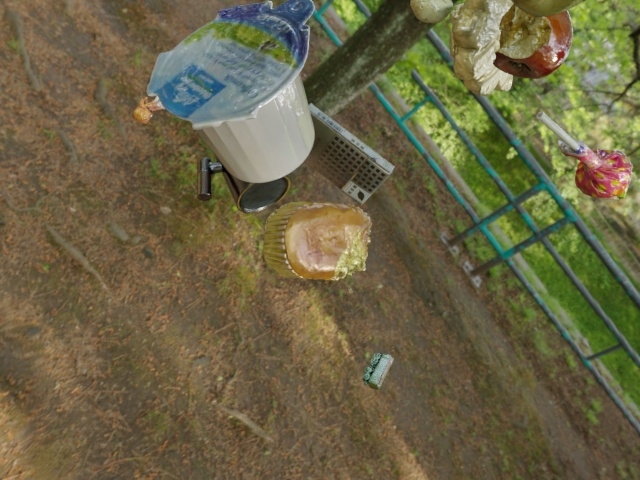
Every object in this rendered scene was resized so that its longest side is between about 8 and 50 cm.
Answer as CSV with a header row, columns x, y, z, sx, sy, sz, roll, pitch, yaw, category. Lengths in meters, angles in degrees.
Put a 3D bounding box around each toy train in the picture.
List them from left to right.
x,y,z,sx,sy,sz,roll,pitch,yaw,category
0.191,0.437,1.675,0.071,0.038,0.148,18,40,22,toy train

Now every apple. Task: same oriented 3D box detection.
x,y,z,sx,sy,sz,roll,pitch,yaw,category
0.469,-0.442,1.088,0.147,0.158,0.156,21,2,-13,apple

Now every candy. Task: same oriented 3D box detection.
x,y,z,sx,sy,sz,roll,pitch,yaw,category
0.582,-0.196,1.109,0.366,0.124,0.124,21,44,-35,candy

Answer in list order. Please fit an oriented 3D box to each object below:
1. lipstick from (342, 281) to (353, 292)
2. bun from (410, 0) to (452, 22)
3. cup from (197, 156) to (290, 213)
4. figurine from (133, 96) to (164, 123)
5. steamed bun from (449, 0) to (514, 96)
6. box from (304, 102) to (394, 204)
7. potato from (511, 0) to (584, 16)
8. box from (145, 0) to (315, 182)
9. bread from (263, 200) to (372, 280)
x,y,z,sx,sy,sz,roll,pitch,yaw,category
0.098,0.170,1.799,0.019,0.019,0.094,42,-1,-16,lipstick
0.266,-0.578,1.214,0.115,0.069,0.115,15,60,-28,bun
-0.223,-0.193,1.381,0.240,0.166,0.176,-8,59,-44,cup
-0.423,-0.338,1.244,0.064,0.047,0.109,27,59,15,figurine
0.412,-0.522,1.254,0.296,0.291,0.137,-15,32,-33,steamed bun
0.054,-0.266,1.560,0.325,0.180,0.047,37,49,-6,box
0.356,-0.437,0.687,0.173,0.210,0.307,43,69,-9,potato
-0.107,-0.243,0.847,0.262,0.291,0.206,35,-17,30,box
0.000,0.000,1.106,0.250,0.133,0.178,-2,90,-37,bread
